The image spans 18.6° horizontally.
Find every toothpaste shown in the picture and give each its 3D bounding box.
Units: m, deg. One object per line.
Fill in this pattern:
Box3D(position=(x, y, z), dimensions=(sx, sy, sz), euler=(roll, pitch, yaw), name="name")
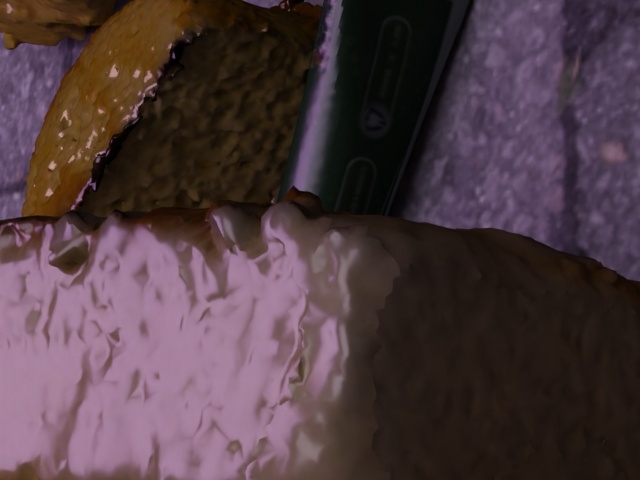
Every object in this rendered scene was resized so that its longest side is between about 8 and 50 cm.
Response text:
Box3D(position=(0.000, 0.000, 1.229), dimensions=(0.061, 0.098, 0.392), euler=(32, 106, 64), name="toothpaste")

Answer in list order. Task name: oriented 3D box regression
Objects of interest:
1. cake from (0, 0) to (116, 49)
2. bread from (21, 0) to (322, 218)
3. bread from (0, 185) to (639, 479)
Box3D(position=(-0.240, -0.285, 1.422), dimensions=(0.222, 0.286, 0.227), euler=(15, 79, 10), name="cake")
Box3D(position=(-0.099, -0.071, 1.298), dimensions=(0.261, 0.160, 0.147), euler=(-56, 40, 29), name="bread")
Box3D(position=(0.009, 0.142, 0.968), dimensions=(0.371, 0.390, 0.279), euler=(-4, 73, 45), name="bread")
